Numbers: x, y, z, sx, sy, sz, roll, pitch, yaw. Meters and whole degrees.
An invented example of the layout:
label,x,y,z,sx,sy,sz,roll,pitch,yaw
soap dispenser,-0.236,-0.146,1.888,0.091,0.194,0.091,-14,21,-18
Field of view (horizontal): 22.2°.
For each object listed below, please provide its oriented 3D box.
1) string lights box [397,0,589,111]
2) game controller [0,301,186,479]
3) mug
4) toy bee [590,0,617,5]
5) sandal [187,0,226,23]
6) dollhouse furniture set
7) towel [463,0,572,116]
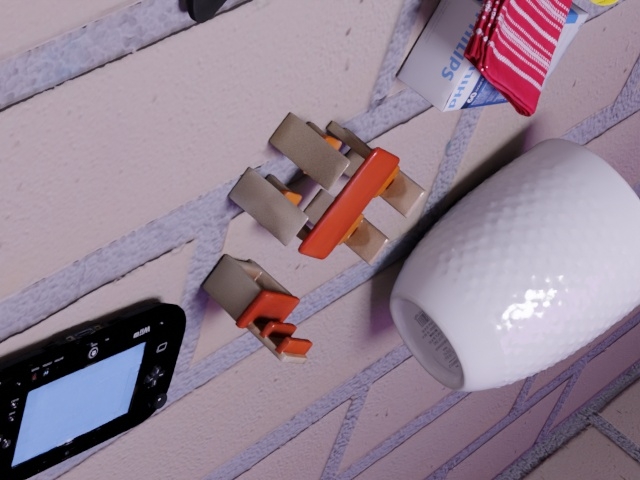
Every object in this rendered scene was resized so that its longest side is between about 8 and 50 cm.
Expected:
label,x,y,z,sx,sy,sz,roll,pitch,yaw
string lights box,0.213,-0.236,1.976,0.260,0.077,0.133,-13,138,-57
game controller,-0.265,0.166,1.743,0.319,0.067,0.166,-23,147,-50
mug,0.258,0.059,2.360,0.328,0.276,0.374,-35,-174,-19
toy bee,0.438,-0.344,2.007,0.195,0.162,0.298,-22,-179,41
sandal,-0.052,-0.263,1.464,0.179,0.040,0.067,-47,159,-5
dollhouse furniture set,0.000,0.000,1.879,0.259,0.135,0.262,-53,158,9
towel,0.252,-0.292,1.865,0.199,0.031,0.275,30,79,-61
